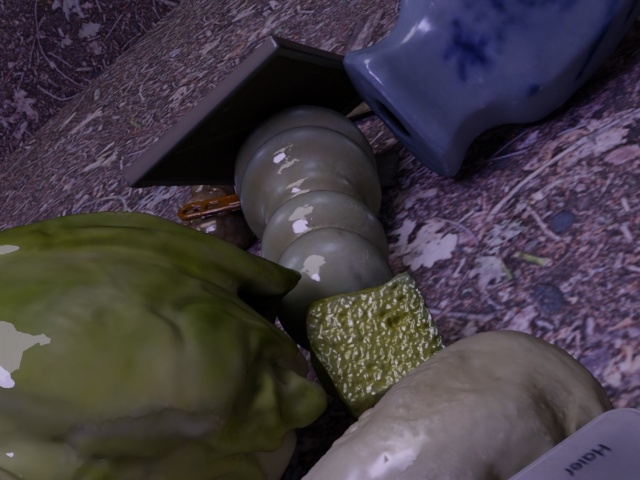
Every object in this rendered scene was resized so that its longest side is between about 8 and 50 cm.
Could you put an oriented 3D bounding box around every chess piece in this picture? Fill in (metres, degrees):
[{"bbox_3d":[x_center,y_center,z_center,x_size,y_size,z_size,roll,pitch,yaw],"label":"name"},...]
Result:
[{"bbox_3d":[0.000,0.000,1.118,0.182,0.182,0.330,-31,31,11],"label":"chess piece"}]

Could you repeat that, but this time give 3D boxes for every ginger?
[{"bbox_3d":[-0.150,-0.035,1.468,0.104,0.080,0.204,-23,26,-4],"label":"ginger"}]

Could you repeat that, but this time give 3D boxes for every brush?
[{"bbox_3d":[-0.048,-0.065,1.365,0.314,0.017,0.090,-11,27,13],"label":"brush"}]

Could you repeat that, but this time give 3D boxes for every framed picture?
[{"bbox_3d":[-0.063,-0.146,1.257,0.247,0.022,0.335,-39,-13,22],"label":"framed picture"}]

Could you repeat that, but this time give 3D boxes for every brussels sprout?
[{"bbox_3d":[-0.214,0.146,0.832,0.342,0.361,0.425,-62,11,23],"label":"brussels sprout"}]

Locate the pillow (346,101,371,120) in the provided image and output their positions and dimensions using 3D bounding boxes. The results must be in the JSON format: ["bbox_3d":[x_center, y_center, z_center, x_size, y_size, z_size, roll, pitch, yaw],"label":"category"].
[{"bbox_3d":[0.058,-0.217,1.572,0.217,0.033,0.130,-18,31,35],"label":"pillow"}]

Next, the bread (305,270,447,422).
[{"bbox_3d":[0.053,0.100,0.920,0.114,0.111,0.129,-25,70,3],"label":"bread"}]

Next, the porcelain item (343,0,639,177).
[{"bbox_3d":[0.232,-0.275,1.202,0.405,0.242,0.178,-43,-1,-4],"label":"porcelain item"}]

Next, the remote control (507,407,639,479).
[{"bbox_3d":[0.221,0.197,0.469,0.109,0.055,0.313,-25,45,-29],"label":"remote control"}]

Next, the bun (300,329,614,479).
[{"bbox_3d":[0.086,0.176,0.661,0.259,0.259,0.160,-36,68,-17],"label":"bun"}]
